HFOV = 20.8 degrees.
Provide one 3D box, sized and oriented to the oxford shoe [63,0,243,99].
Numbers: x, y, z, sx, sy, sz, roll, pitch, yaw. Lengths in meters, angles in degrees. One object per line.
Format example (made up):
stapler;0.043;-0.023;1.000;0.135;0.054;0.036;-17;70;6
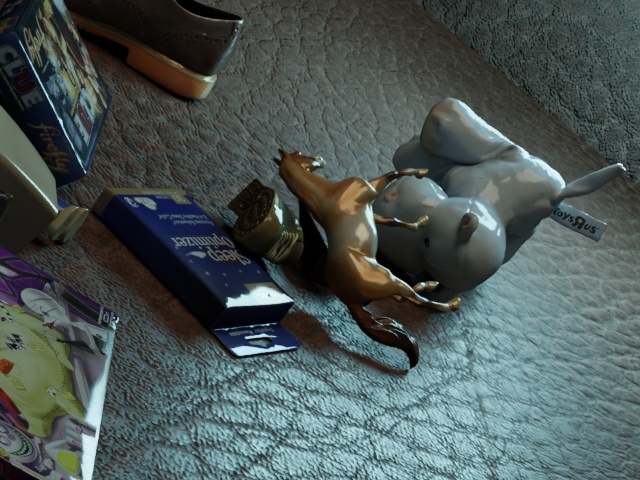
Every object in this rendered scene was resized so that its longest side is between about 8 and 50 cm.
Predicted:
oxford shoe;-0.266;-0.326;2.202;0.363;0.133;0.130;30;20;-16

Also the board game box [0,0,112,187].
board game box;-0.283;-0.173;1.828;0.243;0.042;0.165;-91;159;-67

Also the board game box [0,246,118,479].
board game box;-0.261;0.087;1.334;0.208;0.056;0.347;28;16;-13

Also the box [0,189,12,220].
box;-0.437;-0.079;1.329;0.293;0.073;0.295;33;19;28

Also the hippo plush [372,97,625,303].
hippo plush;0.184;-0.009;2.213;0.294;0.234;0.236;26;47;16

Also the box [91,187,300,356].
box;-0.116;0.028;1.779;0.225;0.036;0.136;45;21;20

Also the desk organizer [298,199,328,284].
desk organizer;0.000;0.000;2.028;0.050;0.047;0.130;22;23;-29

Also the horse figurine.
horse figurine;0.056;0.009;1.942;0.174;0.066;0.263;2;63;-27

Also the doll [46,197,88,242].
doll;-0.309;-0.071;1.648;0.189;0.046;0.129;37;1;7

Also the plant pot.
plant pot;-0.293;-0.043;1.545;0.096;0.109;0.109;42;14;-28

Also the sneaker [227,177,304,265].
sneaker;-0.049;-0.009;1.904;0.086;0.064;0.192;46;4;-15
